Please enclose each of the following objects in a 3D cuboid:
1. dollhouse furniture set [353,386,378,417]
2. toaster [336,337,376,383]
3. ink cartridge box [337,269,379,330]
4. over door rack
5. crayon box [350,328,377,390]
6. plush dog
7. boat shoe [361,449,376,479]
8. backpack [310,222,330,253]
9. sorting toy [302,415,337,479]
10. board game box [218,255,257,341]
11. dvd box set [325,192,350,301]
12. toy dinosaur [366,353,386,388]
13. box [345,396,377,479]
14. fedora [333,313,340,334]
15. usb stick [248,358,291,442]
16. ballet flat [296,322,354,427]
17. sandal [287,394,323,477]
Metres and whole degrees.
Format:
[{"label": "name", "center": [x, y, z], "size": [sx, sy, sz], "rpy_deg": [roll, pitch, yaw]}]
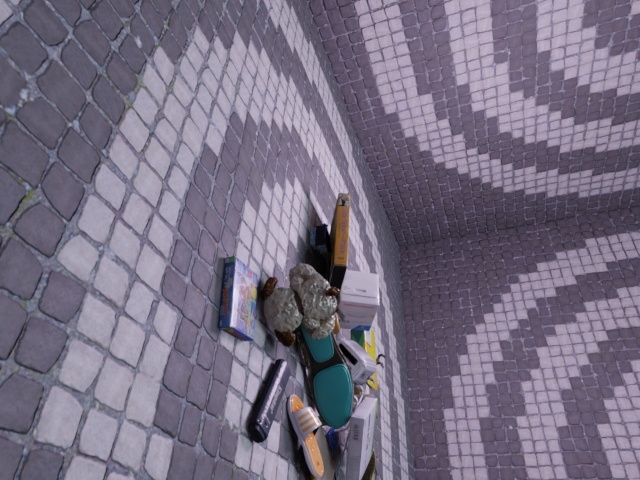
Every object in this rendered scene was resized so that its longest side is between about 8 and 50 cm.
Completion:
[{"label": "dollhouse furniture set", "center": [0.224, 0.770, 2.206], "size": [0.151, 0.123, 0.144], "rpy_deg": [44, 39, -62]}, {"label": "toaster", "center": [0.125, 0.502, 1.971], "size": [0.227, 0.129, 0.146], "rpy_deg": [44, 2, 29]}, {"label": "ink cartridge box", "center": [0.158, 0.269, 2.071], "size": [0.233, 0.171, 0.168], "rpy_deg": [101, -5, -50]}, {"label": "over door rack", "center": [0.102, 0.778, 1.877], "size": [0.239, 0.108, 0.324], "rpy_deg": [-21, 114, -72]}, {"label": "crayon box", "center": [0.225, 0.595, 2.384], "size": [0.202, 0.081, 0.319], "rpy_deg": [54, 30, -55]}, {"label": "plush dog", "center": [-0.069, 0.206, 1.459], "size": [0.263, 0.225, 0.210], "rpy_deg": [70, -21, 5]}, {"label": "boat shoe", "center": [0.214, 1.054, 2.101], "size": [0.073, 0.080, 0.224], "rpy_deg": [59, 32, -62]}, {"label": "backpack", "center": [0.000, 0.000, 2.003], "size": [0.114, 0.084, 0.105], "rpy_deg": [67, 20, -56]}, {"label": "sorting toy", "center": [-0.012, 0.750, 1.598], "size": [0.348, 0.047, 0.196], "rpy_deg": [-53, 123, -71]}, {"label": "board game box", "center": [-0.224, 0.162, 1.280], "size": [0.136, 0.035, 0.201], "rpy_deg": [53, 31, -55]}, {"label": "dvd box set", "center": [0.074, 0.040, 2.048], "size": [0.308, 0.062, 0.421], "rpy_deg": [102, -5, -49]}, {"label": "toy dinosaur", "center": [0.292, 0.661, 2.506], "size": [0.064, 0.118, 0.268], "rpy_deg": [48, 32, -31]}, {"label": "box", "center": [0.162, 0.756, 1.789], "size": [0.322, 0.058, 0.232], "rpy_deg": [21, 74, -72]}, {"label": "fedora", "center": [0.032, 0.318, 1.837], "size": [0.194, 0.079, 0.194], "rpy_deg": [164, -90, -84]}, {"label": "usb stick", "center": [-0.143, 0.456, 1.349], "size": [0.278, 0.045, 0.077], "rpy_deg": [-65, 142, -61]}, {"label": "ballet flat", "center": [0.009, 0.436, 1.705], "size": [0.182, 0.164, 0.483], "rpy_deg": [-147, -140, -76]}, {"label": "sandal", "center": [-0.025, 0.620, 1.503], "size": [0.265, 0.076, 0.102], "rpy_deg": [67, 17, 11]}]
